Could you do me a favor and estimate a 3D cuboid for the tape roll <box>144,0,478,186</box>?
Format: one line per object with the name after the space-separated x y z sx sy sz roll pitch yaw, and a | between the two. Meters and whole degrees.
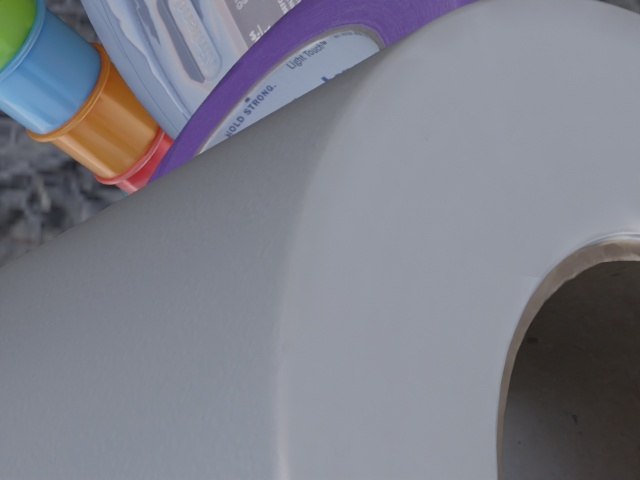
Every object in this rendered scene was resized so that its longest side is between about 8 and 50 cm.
0.000 0.000 0.891 0.090 0.275 0.275 36 123 -23 | tape roll

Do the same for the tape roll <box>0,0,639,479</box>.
0.029 0.086 0.442 0.246 0.246 0.169 31 141 -30 | tape roll

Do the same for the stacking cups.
-0.196 -0.120 1.268 0.096 0.096 0.316 -31 133 24 | stacking cups

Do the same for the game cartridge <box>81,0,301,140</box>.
-0.051 -0.172 1.117 0.060 0.196 0.294 17 148 36 | game cartridge

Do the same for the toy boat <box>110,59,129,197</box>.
-0.102 -0.108 1.895 0.148 0.267 0.318 -10 170 40 | toy boat
